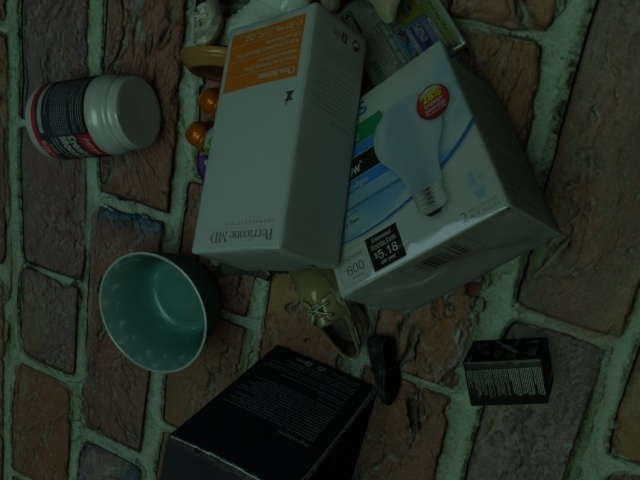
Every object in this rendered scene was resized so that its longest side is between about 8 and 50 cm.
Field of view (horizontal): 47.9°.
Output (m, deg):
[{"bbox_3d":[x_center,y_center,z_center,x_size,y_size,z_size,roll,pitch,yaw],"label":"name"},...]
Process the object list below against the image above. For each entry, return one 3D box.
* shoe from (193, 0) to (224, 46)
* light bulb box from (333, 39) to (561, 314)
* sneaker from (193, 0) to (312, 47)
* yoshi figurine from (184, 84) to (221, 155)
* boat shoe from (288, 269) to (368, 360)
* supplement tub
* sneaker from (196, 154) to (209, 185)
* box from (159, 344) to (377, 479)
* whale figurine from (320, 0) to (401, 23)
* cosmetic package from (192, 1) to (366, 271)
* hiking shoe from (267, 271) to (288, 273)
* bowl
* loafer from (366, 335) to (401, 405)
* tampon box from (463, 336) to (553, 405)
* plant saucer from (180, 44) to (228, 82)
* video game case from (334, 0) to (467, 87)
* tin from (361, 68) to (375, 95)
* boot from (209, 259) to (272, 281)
[{"bbox_3d":[-0.246,-0.500,1.533,0.076,0.058,0.219,-18,57,36],"label":"shoe"},{"bbox_3d":[0.189,-0.104,1.353,0.358,0.225,0.361,-32,59,28],"label":"light bulb box"},{"bbox_3d":[-0.139,-0.484,1.549,0.292,0.108,0.169,10,91,29],"label":"sneaker"},{"bbox_3d":[-0.118,-0.190,1.606,0.203,0.203,0.362,-43,67,-12],"label":"yoshi figurine"},{"bbox_3d":[0.016,0.146,1.586,0.109,0.098,0.302,-14,129,24],"label":"boat shoe"},{"bbox_3d":[-0.542,-0.293,1.719,0.272,0.191,0.191,-1,105,24],"label":"supplement tub"},{"bbox_3d":[-0.237,-0.145,1.586,0.068,0.170,0.071,-33,80,-14],"label":"sneaker"},{"bbox_3d":[-0.130,0.575,1.639,0.297,0.472,0.480,20,112,17],"label":"box"},{"bbox_3d":[0.068,-0.541,1.400,0.272,0.141,0.216,38,134,12],"label":"whale figurine"},{"bbox_3d":[-0.073,-0.180,1.336,0.230,0.161,0.453,-4,73,39],"label":"cosmetic package"},{"bbox_3d":[0.000,0.000,1.628,0.304,0.113,0.132,-10,91,17],"label":"hiking shoe"},{"bbox_3d":[-0.377,0.155,1.796,0.311,0.163,0.311,7,108,21],"label":"bowl"},{"bbox_3d":[0.145,0.300,1.676,0.061,0.062,0.170,7,106,45],"label":"loafer"},{"bbox_3d":[0.397,0.275,1.515,0.161,0.120,0.101,-7,102,26],"label":"tampon box"},{"bbox_3d":[-0.201,-0.370,1.541,0.200,0.200,0.037,6,89,22],"label":"plant saucer"},{"bbox_3d":[0.156,-0.418,1.431,0.193,0.023,0.212,-32,78,19],"label":"video game case"},{"bbox_3d":[0.130,-0.351,1.472,0.106,0.040,0.190,-15,85,25],"label":"tin"},{"bbox_3d":[-0.181,-0.025,1.718,0.161,0.083,0.246,2,106,11],"label":"boot"}]
